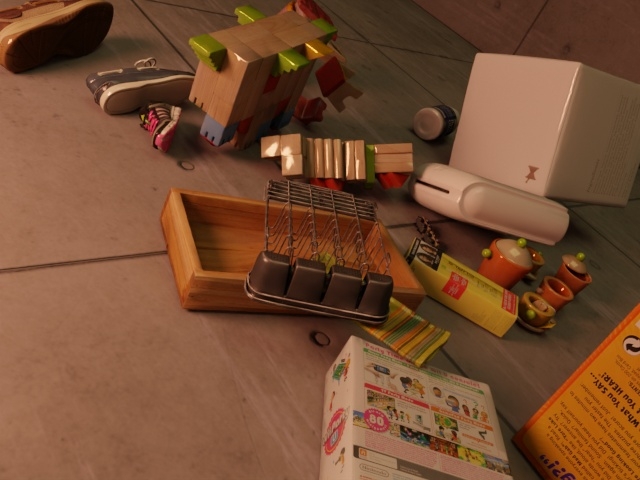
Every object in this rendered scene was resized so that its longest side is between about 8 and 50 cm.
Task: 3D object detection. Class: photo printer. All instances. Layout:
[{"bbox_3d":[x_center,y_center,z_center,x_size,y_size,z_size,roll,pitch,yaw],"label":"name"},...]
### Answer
[{"bbox_3d":[0.361,-0.088,1.429,0.307,0.107,0.256,14,10,-23],"label":"photo printer"}]

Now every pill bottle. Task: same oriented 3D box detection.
[{"bbox_3d":[0.352,-0.354,1.882,0.094,0.094,0.169,40,34,18],"label":"pill bottle"}]

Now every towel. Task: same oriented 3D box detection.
[{"bbox_3d":[0.071,0.094,0.925,0.237,0.021,0.102,34,30,21],"label":"towel"}]

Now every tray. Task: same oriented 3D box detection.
[{"bbox_3d":[-0.042,0.029,1.043,0.410,0.076,0.203,6,38,-31],"label":"tray"}]

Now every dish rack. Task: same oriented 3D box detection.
[{"bbox_3d":[0.000,0.000,0.951,0.208,0.074,0.271,13,31,-11],"label":"dish rack"}]

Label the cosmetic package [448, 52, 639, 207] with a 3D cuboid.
[{"bbox_3d":[0.622,-0.290,1.695,0.393,0.328,0.329,2,17,-37],"label":"cosmetic package"}]

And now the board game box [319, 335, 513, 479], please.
[{"bbox_3d":[0.118,0.282,0.781,0.224,0.098,0.303,22,33,-11],"label":"board game box"}]

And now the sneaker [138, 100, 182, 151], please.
[{"bbox_3d":[-0.312,-0.222,1.202,0.074,0.063,0.170,19,28,-16],"label":"sneaker"}]

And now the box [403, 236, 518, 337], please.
[{"bbox_3d":[0.262,0.088,1.209,0.232,0.058,0.087,31,31,4],"label":"box"}]

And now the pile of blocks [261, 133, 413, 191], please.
[{"bbox_3d":[0.039,-0.147,1.356,0.362,0.149,0.113,1,83,-23],"label":"pile of blocks"}]

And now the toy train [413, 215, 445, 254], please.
[{"bbox_3d":[0.236,0.000,1.345,0.036,0.027,0.158,16,34,-26],"label":"toy train"}]

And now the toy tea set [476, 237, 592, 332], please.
[{"bbox_3d":[0.478,0.060,1.356,0.200,0.124,0.336,43,34,23],"label":"toy tea set"}]

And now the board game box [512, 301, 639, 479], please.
[{"bbox_3d":[0.583,0.283,0.895,0.356,0.356,0.356,-2,42,-41],"label":"board game box"}]

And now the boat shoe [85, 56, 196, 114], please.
[{"bbox_3d":[-0.351,-0.315,1.280,0.254,0.095,0.079,-28,72,-44],"label":"boat shoe"}]

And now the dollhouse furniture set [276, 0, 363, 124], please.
[{"bbox_3d":[-0.056,-0.450,1.583,0.152,0.201,0.374,32,31,-40],"label":"dollhouse furniture set"}]

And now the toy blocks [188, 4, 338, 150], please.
[{"bbox_3d":[-0.140,-0.310,1.298,0.190,0.261,0.381,37,39,10],"label":"toy blocks"}]

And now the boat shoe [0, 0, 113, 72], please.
[{"bbox_3d":[-0.554,-0.440,1.275,0.123,0.123,0.342,32,38,3],"label":"boat shoe"}]
